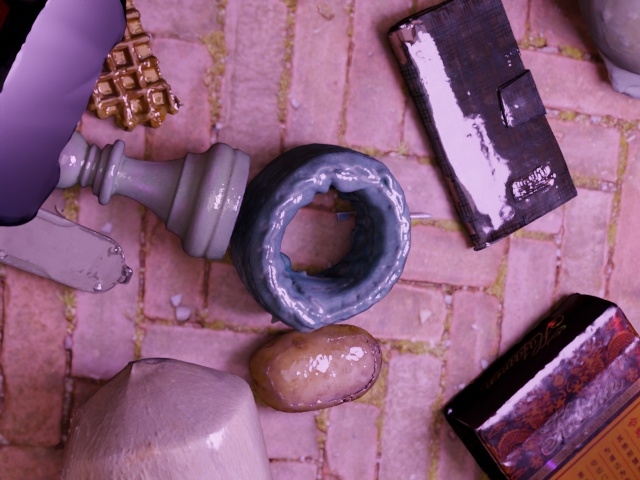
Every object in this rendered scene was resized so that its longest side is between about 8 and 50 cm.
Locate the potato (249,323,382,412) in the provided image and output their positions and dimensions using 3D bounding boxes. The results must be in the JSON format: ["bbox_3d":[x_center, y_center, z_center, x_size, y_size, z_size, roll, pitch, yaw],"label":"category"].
[{"bbox_3d":[-0.004,0.158,1.479,0.170,0.080,0.107,-15,91,-20],"label":"potato"}]

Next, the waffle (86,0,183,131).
[{"bbox_3d":[-0.233,-0.222,1.389,0.192,0.046,0.161,36,84,-18],"label":"waffle"}]

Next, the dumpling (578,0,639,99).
[{"bbox_3d":[0.417,-0.316,1.481,0.212,0.270,0.320,-50,151,1],"label":"dumpling"}]

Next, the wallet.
[{"bbox_3d":[0.213,-0.161,1.543,0.169,0.044,0.317,-27,103,-16],"label":"wallet"}]

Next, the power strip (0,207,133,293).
[{"bbox_3d":[-0.351,-0.011,1.366,0.286,0.048,0.080,22,89,-19],"label":"power strip"}]

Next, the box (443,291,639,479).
[{"bbox_3d":[0.384,0.306,1.602,0.264,0.116,0.415,-40,105,-10],"label":"box"}]

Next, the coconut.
[{"bbox_3d":[-0.174,0.249,1.347,0.245,0.245,0.247,-14,98,-17],"label":"coconut"}]

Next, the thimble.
[{"bbox_3d":[0.000,0.000,1.428,0.198,0.143,0.235,26,93,-18],"label":"thimble"}]

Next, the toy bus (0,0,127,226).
[{"bbox_3d":[-0.321,-0.172,1.266,0.127,0.147,0.303,24,90,-44],"label":"toy bus"}]

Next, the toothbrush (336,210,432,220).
[{"bbox_3d":[0.083,-0.032,1.528,0.131,0.011,0.013,-1,89,-17],"label":"toothbrush"}]

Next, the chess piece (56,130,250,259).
[{"bbox_3d":[-0.226,-0.073,1.376,0.271,0.139,0.139,15,90,-7],"label":"chess piece"}]
